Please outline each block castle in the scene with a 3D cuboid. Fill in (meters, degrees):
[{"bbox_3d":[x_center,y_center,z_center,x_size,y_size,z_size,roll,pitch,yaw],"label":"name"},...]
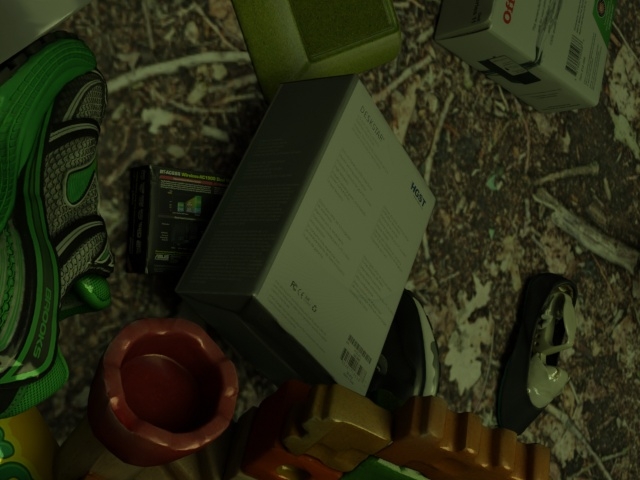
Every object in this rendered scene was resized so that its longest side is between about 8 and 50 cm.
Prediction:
[{"bbox_3d":[0.038,0.255,0.542,0.453,0.213,0.303,25,47,-17],"label":"block castle"}]

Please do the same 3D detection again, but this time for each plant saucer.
[{"bbox_3d":[0.001,-0.247,0.872,0.188,0.045,0.188,-28,106,-35],"label":"plant saucer"}]

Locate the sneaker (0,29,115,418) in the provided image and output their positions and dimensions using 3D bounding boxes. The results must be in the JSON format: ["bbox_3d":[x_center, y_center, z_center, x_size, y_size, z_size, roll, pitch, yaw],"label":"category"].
[{"bbox_3d":[-0.201,-0.020,0.580,0.146,0.134,0.343,51,23,-28],"label":"sneaker"}]

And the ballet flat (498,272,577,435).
[{"bbox_3d":[0.263,0.134,1.057,0.074,0.074,0.203,27,73,-35],"label":"ballet flat"}]

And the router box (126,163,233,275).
[{"bbox_3d":[-0.107,-0.014,0.783,0.123,0.038,0.092,6,86,-39],"label":"router box"}]

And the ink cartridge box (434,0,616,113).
[{"bbox_3d":[0.242,-0.259,1.039,0.208,0.087,0.153,24,74,-37],"label":"ink cartridge box"}]

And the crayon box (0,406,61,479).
[{"bbox_3d":[-0.299,0.249,0.578,0.313,0.106,0.362,-37,111,-33],"label":"crayon box"}]

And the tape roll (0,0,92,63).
[{"bbox_3d":[-0.211,-0.166,0.588,0.219,0.219,0.072,-48,117,-29],"label":"tape roll"}]

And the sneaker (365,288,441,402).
[{"bbox_3d":[0.029,0.175,0.849,0.124,0.107,0.283,13,81,-33],"label":"sneaker"}]

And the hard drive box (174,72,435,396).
[{"bbox_3d":[0.000,0.000,0.796,0.181,0.089,0.232,52,52,-40],"label":"hard drive box"}]
